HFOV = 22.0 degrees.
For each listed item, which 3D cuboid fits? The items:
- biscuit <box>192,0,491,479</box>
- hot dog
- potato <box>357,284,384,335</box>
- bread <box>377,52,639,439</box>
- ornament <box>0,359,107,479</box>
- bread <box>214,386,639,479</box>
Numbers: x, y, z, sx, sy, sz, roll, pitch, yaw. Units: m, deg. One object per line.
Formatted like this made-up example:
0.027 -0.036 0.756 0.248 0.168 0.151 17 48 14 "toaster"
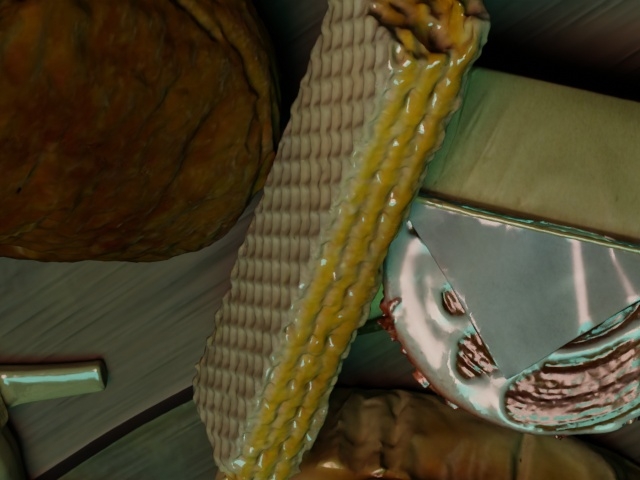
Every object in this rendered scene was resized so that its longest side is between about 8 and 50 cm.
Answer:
0.000 0.000 0.934 0.054 0.094 0.379 0 136 -23 "biscuit"
-0.180 -0.077 0.883 0.267 0.387 0.174 -18 79 30 "hot dog"
0.010 0.005 1.051 0.096 0.066 0.103 -17 127 36 "potato"
0.139 0.008 0.965 0.224 0.142 0.212 13 98 9 "bread"
-0.266 0.145 1.202 0.245 0.061 0.230 -5 126 7 "ornament"
0.103 0.247 1.157 0.388 0.183 0.236 15 126 -4 "bread"
